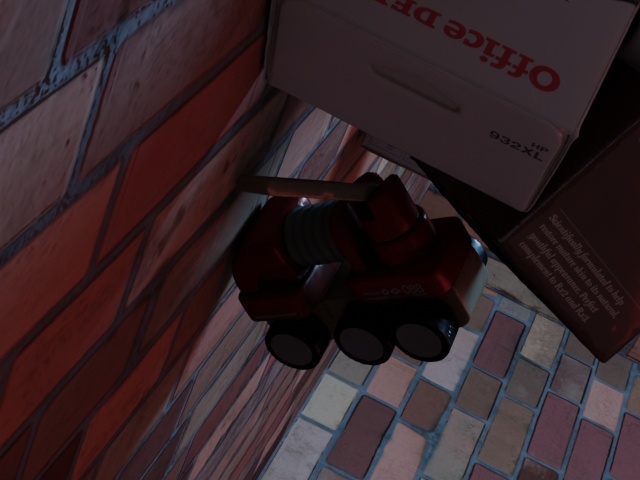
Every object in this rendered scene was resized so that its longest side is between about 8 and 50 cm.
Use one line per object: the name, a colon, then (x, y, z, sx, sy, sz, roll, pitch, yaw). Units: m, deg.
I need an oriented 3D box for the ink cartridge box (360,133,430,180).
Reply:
ink cartridge box: (0.193, -0.263, 1.835, 0.309, 0.130, 0.272, -66, 175, 26)

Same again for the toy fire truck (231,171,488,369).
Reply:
toy fire truck: (0.000, 0.000, 1.266, 0.246, 0.217, 0.158, 58, 43, -30)

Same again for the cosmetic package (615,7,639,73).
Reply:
cosmetic package: (0.322, -0.175, 1.060, 0.151, 0.151, 0.184, -64, 177, 2)

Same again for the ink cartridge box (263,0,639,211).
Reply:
ink cartridge box: (0.126, -0.209, 1.044, 0.307, 0.223, 0.129, -60, 174, -25)

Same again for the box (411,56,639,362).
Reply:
box: (0.201, -0.049, 1.156, 0.167, 0.168, 0.203, -41, -146, 3)
